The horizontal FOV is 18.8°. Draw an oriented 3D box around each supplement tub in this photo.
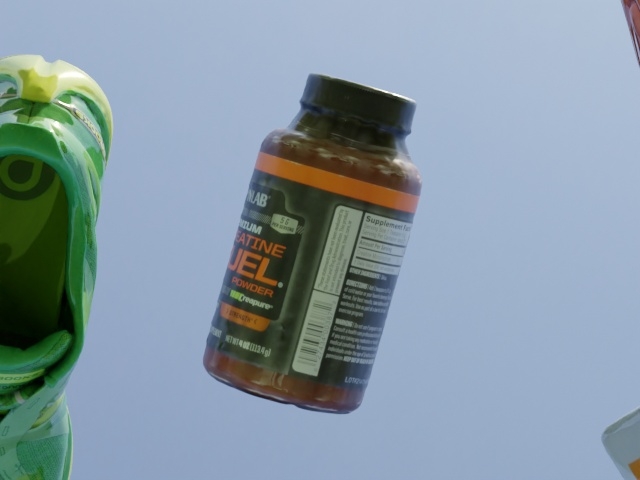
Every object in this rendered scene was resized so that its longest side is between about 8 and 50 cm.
[{"bbox_3d":[0.000,0.000,1.188,0.106,0.106,0.198,15,-88,-1],"label":"supplement tub"}]

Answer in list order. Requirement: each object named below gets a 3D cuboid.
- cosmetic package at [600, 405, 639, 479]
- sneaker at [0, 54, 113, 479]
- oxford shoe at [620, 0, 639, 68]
[{"bbox_3d":[0.291,0.088,0.699,0.161,0.453,0.230,-24,-102,-19],"label":"cosmetic package"},{"bbox_3d":[-0.172,0.056,0.968,0.109,0.295,0.123,8,-161,-3],"label":"sneaker"},{"bbox_3d":[0.130,-0.092,0.471,0.133,0.130,0.363,-20,-107,8],"label":"oxford shoe"}]
